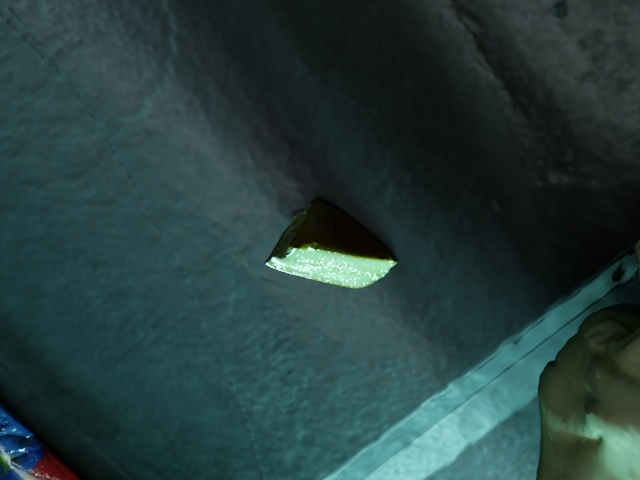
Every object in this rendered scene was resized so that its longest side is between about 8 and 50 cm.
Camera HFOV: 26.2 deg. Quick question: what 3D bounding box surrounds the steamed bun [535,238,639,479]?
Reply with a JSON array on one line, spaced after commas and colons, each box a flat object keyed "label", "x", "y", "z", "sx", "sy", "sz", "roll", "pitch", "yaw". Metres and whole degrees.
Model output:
[{"label": "steamed bun", "x": 0.253, "y": 0.069, "z": 0.638, "sx": 0.320, "sy": 0.206, "sz": 0.275, "roll": -4, "pitch": 126, "yaw": 9}]

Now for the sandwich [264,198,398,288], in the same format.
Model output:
[{"label": "sandwich", "x": 0.000, "y": 0.000, "z": 0.731, "sx": 0.083, "sy": 0.044, "sz": 0.031, "roll": 16, "pitch": 128, "yaw": -46}]

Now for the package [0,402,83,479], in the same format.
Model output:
[{"label": "package", "x": -0.172, "y": 0.163, "z": 0.827, "sx": 0.083, "sy": 0.022, "sz": 0.200, "roll": -41, "pitch": 103, "yaw": 20}]
